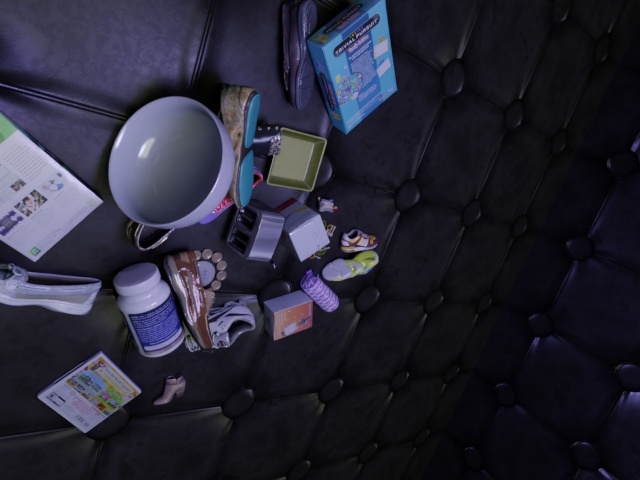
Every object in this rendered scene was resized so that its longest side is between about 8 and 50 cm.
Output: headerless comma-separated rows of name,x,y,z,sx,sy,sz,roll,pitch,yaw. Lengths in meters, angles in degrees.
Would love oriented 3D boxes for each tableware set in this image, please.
tableware set,0.000,0.000,1.653,0.104,0.024,0.154,21,100,-41

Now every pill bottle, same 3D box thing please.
pill bottle,-0.515,0.208,1.294,0.153,0.153,0.265,-23,125,-25

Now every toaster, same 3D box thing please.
toaster,-0.208,-0.029,1.377,0.110,0.185,0.168,6,110,-49

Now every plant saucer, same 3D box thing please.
plant saucer,-0.087,-0.270,1.436,0.188,0.045,0.188,5,110,-38

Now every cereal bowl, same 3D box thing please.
cereal bowl,-0.366,-0.189,1.114,0.339,0.339,0.141,-58,162,3

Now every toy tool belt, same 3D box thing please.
toy tool belt,0.026,-0.137,1.585,0.083,0.052,0.051,1,68,-42

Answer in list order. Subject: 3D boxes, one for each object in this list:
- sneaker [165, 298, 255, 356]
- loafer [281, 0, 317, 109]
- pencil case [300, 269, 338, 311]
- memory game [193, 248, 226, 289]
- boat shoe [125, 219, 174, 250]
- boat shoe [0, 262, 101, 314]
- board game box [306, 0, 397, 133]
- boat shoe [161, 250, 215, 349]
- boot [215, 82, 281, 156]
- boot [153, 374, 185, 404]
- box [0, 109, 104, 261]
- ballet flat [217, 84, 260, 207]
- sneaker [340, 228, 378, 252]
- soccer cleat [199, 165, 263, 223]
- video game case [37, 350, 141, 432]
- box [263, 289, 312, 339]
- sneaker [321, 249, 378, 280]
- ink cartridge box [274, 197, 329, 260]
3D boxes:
sneaker,-0.377,0.316,1.460,0.330,0.146,0.123,-24,126,-23
loafer,-0.072,-0.554,1.289,0.109,0.095,0.303,-41,144,-53
pencil case,-0.003,0.205,1.721,0.086,0.088,0.206,-23,133,15
memory game,-0.398,0.111,1.426,0.186,0.012,0.186,-17,122,-29
boat shoe,-0.421,-0.104,1.240,0.324,0.096,0.116,-46,131,-8
boat shoe,-0.739,0.110,1.111,0.320,0.118,0.103,29,88,-46
board game box,0.113,-0.548,1.361,0.254,0.079,0.336,-43,147,-11
boat shoe,-0.387,0.183,1.345,0.119,0.122,0.324,-23,107,-25
boot,-0.209,-0.345,1.261,0.178,0.085,0.236,-10,126,-18
boot,-0.537,0.525,1.521,0.118,0.042,0.087,-14,114,-32
box,-0.734,-0.129,1.028,0.232,0.058,0.322,-45,132,-9
ballet flat,-0.239,-0.258,1.192,0.123,0.123,0.349,-13,131,-31
sneaker,0.166,-0.008,1.740,0.185,0.069,0.084,-13,125,-32
soccer cleat,-0.284,-0.140,1.323,0.248,0.095,0.083,-45,135,-10
video game case,-0.726,0.484,1.368,0.206,0.026,0.227,-35,128,-17
box,-0.125,0.286,1.663,0.170,0.091,0.130,-15,121,-30
sneaker,0.125,0.123,1.763,0.240,0.091,0.126,-17,153,-3
ink cartridge box,-0.078,-0.040,1.472,0.127,0.176,0.128,-35,129,-17
